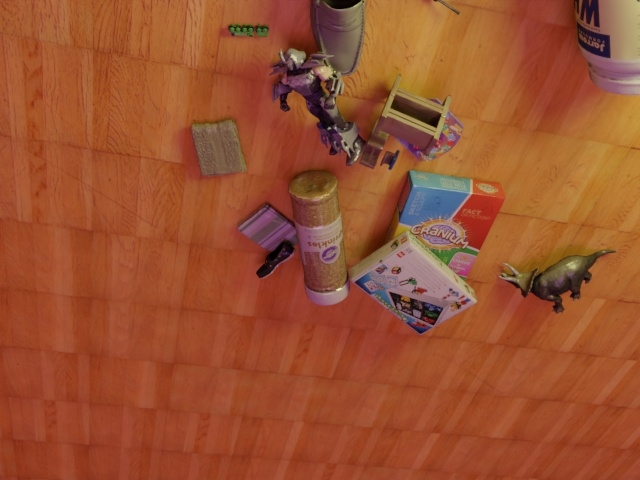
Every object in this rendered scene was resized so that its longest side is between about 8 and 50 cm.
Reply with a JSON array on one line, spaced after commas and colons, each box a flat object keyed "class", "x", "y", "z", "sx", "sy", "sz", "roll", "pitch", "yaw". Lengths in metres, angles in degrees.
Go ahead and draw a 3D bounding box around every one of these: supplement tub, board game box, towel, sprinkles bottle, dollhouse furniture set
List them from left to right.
[{"class": "towel", "x": -0.235, "y": -0.210, "z": 1.557, "sx": 0.110, "sy": 0.027, "sz": 0.148, "roll": -7, "pitch": 133, "yaw": 3}, {"class": "towel", "x": -0.123, "y": -0.025, "z": 1.737, "sx": 0.113, "sy": 0.023, "sz": 0.152, "roll": -35, "pitch": 127, "yaw": 27}, {"class": "sprinkles bottle", "x": 0.000, "y": 0.000, "z": 1.692, "sx": 0.121, "sy": 0.121, "sz": 0.356, "roll": -7, "pitch": 130, "yaw": 2}, {"class": "dollhouse furniture set", "x": 0.185, "y": -0.242, "z": 1.491, "sx": 0.129, "sy": 0.129, "sz": 0.184, "roll": 23, "pitch": 151, "yaw": -1}, {"class": "board game box", "x": 0.246, "y": 0.119, "z": 1.778, "sx": 0.193, "sy": 0.053, "sz": 0.305, "roll": -35, "pitch": 125, "yaw": 24}, {"class": "board game box", "x": 0.248, "y": -0.245, "z": 1.555, "sx": 0.133, "sy": 0.033, "sz": 0.168, "roll": -36, "pitch": 125, "yaw": 25}, {"class": "board game box", "x": 0.298, "y": -0.022, "z": 1.736, "sx": 0.242, "sy": 0.064, "sz": 0.317, "roll": 7, "pitch": 131, "yaw": -10}, {"class": "supplement tub", "x": 0.592, "y": -0.460, "z": 1.252, "sx": 0.235, "sy": 0.235, "sz": 0.325, "roll": -16, "pitch": 131, "yaw": 10}]

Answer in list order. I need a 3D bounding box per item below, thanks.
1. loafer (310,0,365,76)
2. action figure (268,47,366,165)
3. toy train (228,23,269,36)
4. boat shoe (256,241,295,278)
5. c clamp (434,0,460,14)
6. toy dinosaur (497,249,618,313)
[{"class": "loafer", "x": 0.032, "y": -0.454, "z": 1.300, "sx": 0.112, "sy": 0.111, "sz": 0.320, "roll": -8, "pitch": 132, "yaw": 3}, {"class": "action figure", "x": -0.005, "y": -0.291, "z": 1.422, "sx": 0.099, "sy": 0.185, "sz": 0.285, "roll": -53, "pitch": 130, "yaw": -18}, {"class": "toy train", "x": -0.146, "y": -0.426, "z": 1.378, "sx": 0.083, "sy": 0.017, "sz": 0.024, "roll": 0, "pitch": 142, "yaw": -4}, {"class": "boat shoe", "x": -0.124, "y": 0.051, "z": 1.762, "sx": 0.042, "sy": 0.049, "sz": 0.133, "roll": 36, "pitch": 120, "yaw": -27}, {"class": "c clamp", "x": 0.226, "y": -0.508, "z": 1.278, "sx": 0.137, "sy": 0.022, "sz": 0.161, "roll": 27, "pitch": 164, "yaw": 2}, {"class": "toy dinosaur", "x": 0.659, "y": 0.103, "z": 1.839, "sx": 0.313, "sy": 0.121, "sz": 0.160, "roll": -21, "pitch": 143, "yaw": 19}]
